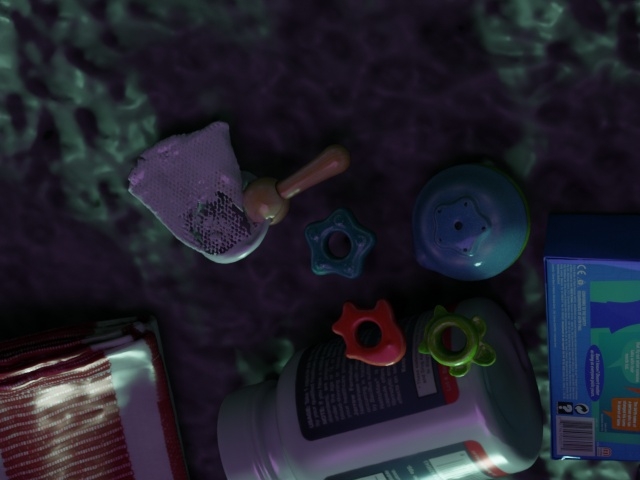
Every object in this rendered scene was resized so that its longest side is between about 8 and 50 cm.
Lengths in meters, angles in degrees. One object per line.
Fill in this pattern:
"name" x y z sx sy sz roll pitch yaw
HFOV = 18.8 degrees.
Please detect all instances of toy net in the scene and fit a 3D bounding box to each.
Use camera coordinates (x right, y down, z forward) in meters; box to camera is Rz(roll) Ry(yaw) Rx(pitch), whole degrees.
"toy net" 0.000 0.000 1.123 0.232 0.045 0.122 12 98 14

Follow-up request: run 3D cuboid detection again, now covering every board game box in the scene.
"board game box" 0.239 0.061 1.140 0.210 0.047 0.160 2 127 11

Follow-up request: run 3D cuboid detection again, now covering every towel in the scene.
"towel" -0.247 0.179 1.258 0.329 0.037 0.237 -14 127 -7

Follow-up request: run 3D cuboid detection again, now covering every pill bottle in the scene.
"pill bottle" 0.034 0.107 1.179 0.180 0.108 0.108 -17 122 23

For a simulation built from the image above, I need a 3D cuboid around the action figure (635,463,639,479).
"action figure" 0.217 0.302 1.251 0.330 0.178 0.341 -14 85 -7
